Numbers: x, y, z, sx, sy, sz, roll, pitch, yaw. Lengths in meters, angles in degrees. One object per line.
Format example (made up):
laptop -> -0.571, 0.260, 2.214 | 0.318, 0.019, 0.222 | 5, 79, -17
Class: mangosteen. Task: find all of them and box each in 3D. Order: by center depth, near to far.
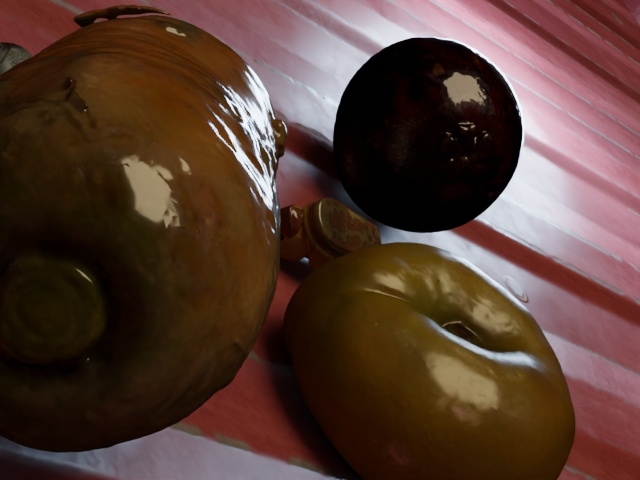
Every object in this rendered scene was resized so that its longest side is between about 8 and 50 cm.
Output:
mangosteen -> 0.103, -0.107, 1.644 | 0.210, 0.210, 0.210 | 38, 23, -19

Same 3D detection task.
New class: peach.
peach -> 0.084, 0.108, 1.299 | 0.251, 0.153, 0.251 | 23, 25, -12

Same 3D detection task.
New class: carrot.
carrot -> -0.131, -0.014, 1.017 | 0.224, 0.224, 0.341 | 43, 15, -8

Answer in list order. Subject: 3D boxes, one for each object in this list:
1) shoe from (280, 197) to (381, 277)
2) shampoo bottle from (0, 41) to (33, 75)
shoe -> 0.002, 0.003, 1.433 | 0.109, 0.069, 0.072 | -4, 77, -52
shampoo bottle -> -0.260, -0.092, 1.127 | 0.063, 0.057, 0.207 | 53, 23, -2
